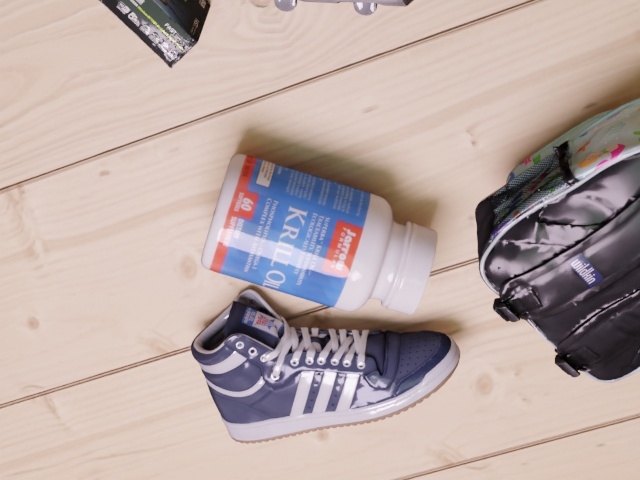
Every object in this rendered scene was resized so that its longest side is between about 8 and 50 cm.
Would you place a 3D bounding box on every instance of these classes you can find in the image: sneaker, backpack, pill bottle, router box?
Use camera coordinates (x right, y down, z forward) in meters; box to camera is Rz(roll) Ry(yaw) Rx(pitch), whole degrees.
[{"bbox_3d":[-0.004,0.118,1.488,0.282,0.099,0.153,-17,118,18],"label":"sneaker"},{"bbox_3d":[0.301,-0.015,1.326,0.225,0.191,0.253,42,123,-20],"label":"backpack"},{"bbox_3d":[0.000,0.000,1.406,0.221,0.124,0.124,16,120,-3],"label":"pill bottle"},{"bbox_3d":[-0.152,-0.222,1.295,0.038,0.122,0.092,-40,109,19],"label":"router box"}]

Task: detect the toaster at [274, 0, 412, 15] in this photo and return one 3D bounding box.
[{"bbox_3d":[0.010,-0.296,1.227,0.168,0.110,0.186,6,121,17],"label":"toaster"}]
